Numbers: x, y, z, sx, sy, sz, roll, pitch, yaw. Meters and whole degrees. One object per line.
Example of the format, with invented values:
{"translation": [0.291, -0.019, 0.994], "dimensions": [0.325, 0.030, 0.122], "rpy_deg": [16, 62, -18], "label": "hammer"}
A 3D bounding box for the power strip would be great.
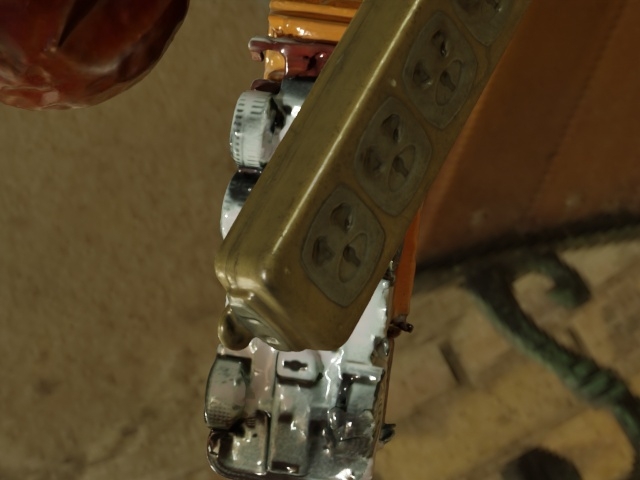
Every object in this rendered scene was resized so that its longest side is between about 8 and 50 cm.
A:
{"translation": [0.043, -0.080, 0.755], "dimensions": [0.064, 0.044, 0.305], "rpy_deg": [47, 62, -38], "label": "power strip"}

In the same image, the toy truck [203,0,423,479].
{"translation": [0.000, 0.000, 0.990], "dimensions": [0.114, 0.135, 0.270], "rpy_deg": [9, 105, 9], "label": "toy truck"}

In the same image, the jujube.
{"translation": [-0.172, -0.162, 0.945], "dimensions": [0.168, 0.236, 0.168], "rpy_deg": [-18, 121, -32], "label": "jujube"}
